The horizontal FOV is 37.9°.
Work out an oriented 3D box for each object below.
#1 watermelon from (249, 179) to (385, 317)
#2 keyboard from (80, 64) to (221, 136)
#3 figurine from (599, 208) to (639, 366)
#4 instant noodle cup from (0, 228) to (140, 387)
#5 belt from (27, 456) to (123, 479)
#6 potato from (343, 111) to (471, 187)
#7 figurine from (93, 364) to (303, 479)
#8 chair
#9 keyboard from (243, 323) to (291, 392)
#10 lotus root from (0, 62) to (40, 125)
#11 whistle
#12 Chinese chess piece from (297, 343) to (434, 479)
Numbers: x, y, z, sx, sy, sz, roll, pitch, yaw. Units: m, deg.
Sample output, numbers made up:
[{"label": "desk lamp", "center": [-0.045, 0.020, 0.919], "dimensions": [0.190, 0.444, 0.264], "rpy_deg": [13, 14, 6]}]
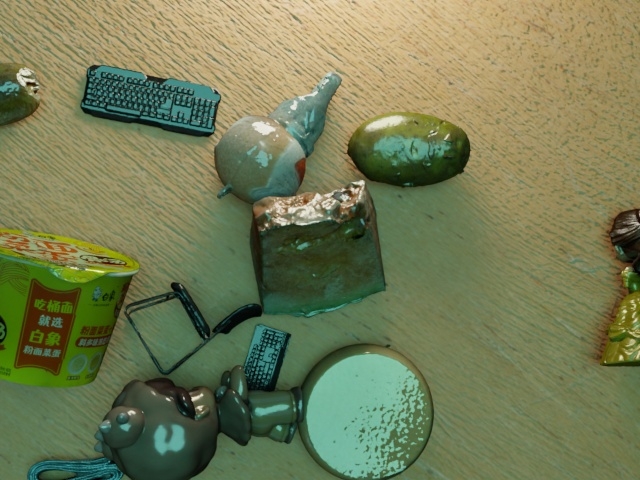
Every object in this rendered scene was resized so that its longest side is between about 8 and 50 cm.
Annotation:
[{"label": "watermelon", "center": [-0.003, -0.007, 1.768], "dimensions": [0.264, 0.302, 0.151], "rpy_deg": [-13, 52, -7]}, {"label": "keyboard", "center": [-0.329, -0.273, 1.818], "dimensions": [0.262, 0.016, 0.106], "rpy_deg": [11, 86, -7]}, {"label": "figurine", "center": [0.646, 0.092, 1.882], "dimensions": [0.187, 0.168, 0.315], "rpy_deg": [-2, 78, 3]}, {"label": "instant noodle cup", "center": [-0.489, 0.120, 1.653], "dimensions": [0.311, 0.311, 0.221], "rpy_deg": [12, 96, -7]}, {"label": "belt", "center": [-0.456, 0.456, 1.749], "dimensions": [0.179, 0.065, 0.100], "rpy_deg": [-6, 78, -7]}, {"label": "potato", "center": [0.171, -0.179, 1.836], "dimensions": [0.251, 0.113, 0.149], "rpy_deg": [-2, 95, 1]}, {"label": "figurine", "center": [-0.223, 0.343, 1.715], "dimensions": [0.381, 0.248, 0.203], "rpy_deg": [-6, 75, -17]}, {"label": "chair", "center": [-0.237, 0.138, 1.755], "dimensions": [0.221, 0.140, 0.145], "rpy_deg": [-30, 87, -12]}, {"label": "keyboard", "center": [-0.118, 0.267, 1.823], "dimensions": [0.074, 0.015, 0.196], "rpy_deg": [17, 88, -3]}, {"label": "lotus root", "center": [-0.622, -0.268, 1.745], "dimensions": [0.192, 0.088, 0.113], "rpy_deg": [-14, 96, -8]}, {"label": "whistle", "center": [-0.065, -0.188, 1.779], "dimensions": [0.189, 0.189, 0.348], "rpy_deg": [45, 71, -4]}, {"label": "Chinese chess piece", "center": [0.087, 0.333, 1.806], "dimensions": [0.273, 0.102, 0.273], "rpy_deg": [0, 89, -6]}]
